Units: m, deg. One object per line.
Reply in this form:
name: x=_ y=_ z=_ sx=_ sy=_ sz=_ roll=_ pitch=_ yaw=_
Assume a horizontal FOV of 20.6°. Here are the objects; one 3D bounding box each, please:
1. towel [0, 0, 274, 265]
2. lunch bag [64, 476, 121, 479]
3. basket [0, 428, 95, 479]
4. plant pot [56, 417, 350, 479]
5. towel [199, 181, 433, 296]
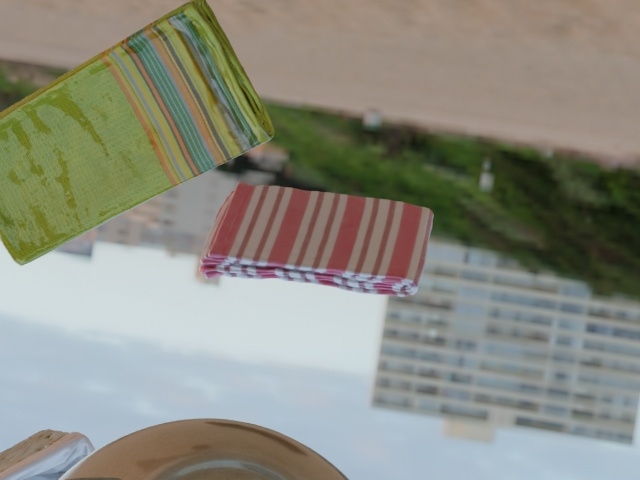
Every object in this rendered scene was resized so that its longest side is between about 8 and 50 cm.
towel: x=-0.144 y=-0.067 z=1.167 sx=0.237 sy=0.102 sz=0.021 roll=-25 pitch=-173 yaw=31
lunch bag: x=-0.119 y=0.303 z=0.852 sx=0.213 sy=0.305 sz=0.256 roll=1 pitch=-153 yaw=11
basket: x=-0.228 y=0.253 z=1.501 sx=0.113 sy=0.167 sz=0.103 roll=-29 pitch=-164 yaw=-22
plant pot: x=-0.068 y=0.227 z=1.099 sx=0.284 sy=0.284 sz=0.191 roll=8 pitch=152 yaw=-6
towel: x=0.000 y=0.000 z=1.584 sx=0.197 sy=0.029 sz=0.144 roll=7 pitch=-149 yaw=7
